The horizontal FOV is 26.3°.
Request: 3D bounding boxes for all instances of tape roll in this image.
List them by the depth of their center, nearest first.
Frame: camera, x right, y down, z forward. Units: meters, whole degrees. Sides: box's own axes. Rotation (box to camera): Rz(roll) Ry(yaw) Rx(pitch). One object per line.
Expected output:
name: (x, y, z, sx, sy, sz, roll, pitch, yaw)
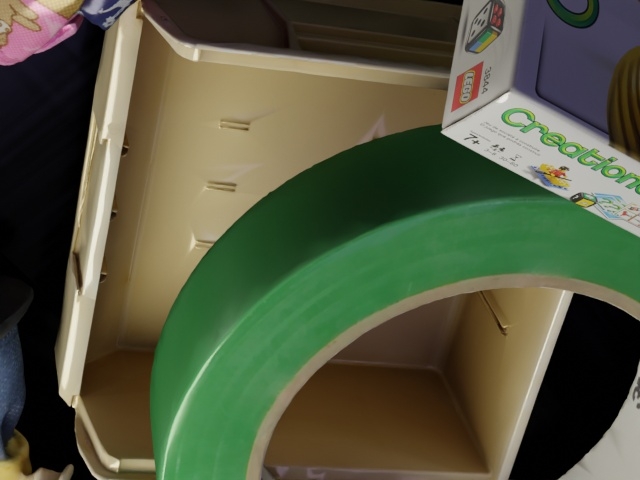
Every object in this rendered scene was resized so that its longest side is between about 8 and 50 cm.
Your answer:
tape roll: (0.073, 0.095, 0.714, 0.321, 0.077, 0.321, -6, 125, -8)

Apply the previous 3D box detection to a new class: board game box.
board game box: (0.166, -0.147, 0.637, 0.193, 0.305, 0.053, 24, 153, -25)

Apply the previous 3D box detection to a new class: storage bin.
storage bin: (0.000, 0.000, 0.765, 0.260, 0.123, 0.262, 5, 119, -17)

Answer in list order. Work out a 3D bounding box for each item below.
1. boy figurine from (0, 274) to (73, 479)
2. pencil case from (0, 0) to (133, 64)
boy figurine: (-0.233, 0.151, 0.809, 0.177, 0.092, 0.285, 12, 115, 8)
pencil case: (-0.246, -0.212, 0.560, 0.386, 0.167, 0.160, 24, 147, -25)
